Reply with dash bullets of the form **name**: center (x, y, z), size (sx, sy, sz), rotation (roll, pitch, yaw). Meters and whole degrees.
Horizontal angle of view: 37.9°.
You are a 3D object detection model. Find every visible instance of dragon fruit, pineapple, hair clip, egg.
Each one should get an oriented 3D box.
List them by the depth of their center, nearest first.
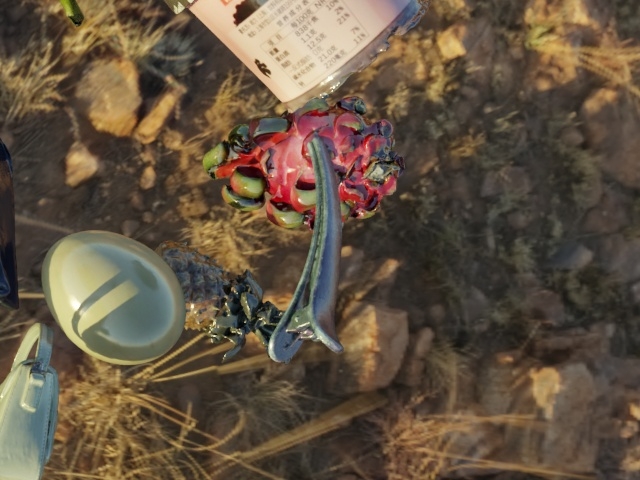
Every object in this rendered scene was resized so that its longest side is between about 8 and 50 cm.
- **hair clip**: center (0.000, 0.000, 1.026), size (0.048, 0.083, 0.275), rotation (38, 49, -42)
- **dragon fruit**: center (-0.023, -0.108, 1.349), size (0.272, 0.198, 0.218), rotation (-19, 104, -7)
- **egg**: center (-0.318, 0.087, 1.439), size (0.241, 0.186, 0.186), rotation (44, 65, -25)
- **pineapple**: center (-0.172, 0.124, 1.657), size (0.310, 0.141, 0.170), rotation (27, 68, -13)

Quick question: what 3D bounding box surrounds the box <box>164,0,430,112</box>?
- **box**: center (-0.014, -0.170, 0.619), size (0.135, 0.151, 0.151), rotation (49, 63, -15)

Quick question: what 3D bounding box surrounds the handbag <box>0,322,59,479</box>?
- **handbag**: center (-0.384, 0.213, 1.198), size (0.079, 0.256, 0.219), rotation (19, 66, -21)

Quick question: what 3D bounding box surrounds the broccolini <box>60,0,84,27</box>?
- **broccolini**: center (-0.371, -0.398, 1.215), size (0.062, 0.271, 0.123), rotation (-11, 52, 4)

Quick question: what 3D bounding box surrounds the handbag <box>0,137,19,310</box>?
- **handbag**: center (-0.410, -0.050, 0.989), size (0.118, 0.326, 0.269), rotation (-12, 67, -5)
